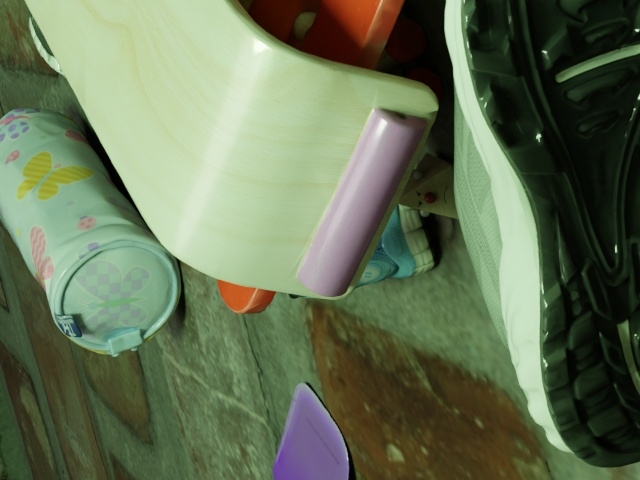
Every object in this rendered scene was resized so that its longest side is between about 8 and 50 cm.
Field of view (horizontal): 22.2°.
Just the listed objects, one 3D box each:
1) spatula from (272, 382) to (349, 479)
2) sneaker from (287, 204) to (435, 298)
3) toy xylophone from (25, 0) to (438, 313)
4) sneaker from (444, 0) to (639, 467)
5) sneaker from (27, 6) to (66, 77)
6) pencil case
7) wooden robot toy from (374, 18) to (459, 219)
[{"bbox_3d":[-0.005,0.234,1.199,0.084,0.030,0.296,50,152,43],"label":"spatula"},{"bbox_3d":[0.000,0.000,0.905,0.162,0.073,0.063,-12,96,71],"label":"sneaker"},{"bbox_3d":[-0.051,-0.130,0.758,0.236,0.081,0.323,-60,43,38],"label":"toy xylophone"},{"bbox_3d":[0.083,-0.049,0.595,0.108,0.100,0.272,-130,28,-58],"label":"sneaker"},{"bbox_3d":[-0.151,-0.155,1.189,0.234,0.078,0.106,47,147,44],"label":"sneaker"},{"bbox_3d":[-0.218,-0.013,1.446,0.273,0.113,0.124,49,165,48],"label":"pencil case"},{"bbox_3d":[0.007,-0.079,0.805,0.173,0.079,0.076,69,161,5],"label":"wooden robot toy"}]
